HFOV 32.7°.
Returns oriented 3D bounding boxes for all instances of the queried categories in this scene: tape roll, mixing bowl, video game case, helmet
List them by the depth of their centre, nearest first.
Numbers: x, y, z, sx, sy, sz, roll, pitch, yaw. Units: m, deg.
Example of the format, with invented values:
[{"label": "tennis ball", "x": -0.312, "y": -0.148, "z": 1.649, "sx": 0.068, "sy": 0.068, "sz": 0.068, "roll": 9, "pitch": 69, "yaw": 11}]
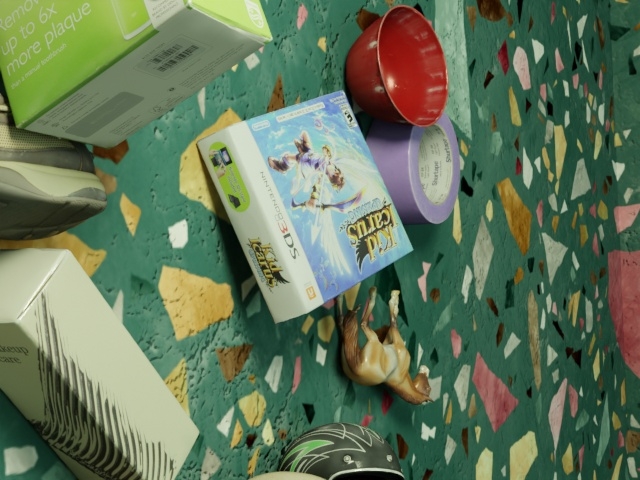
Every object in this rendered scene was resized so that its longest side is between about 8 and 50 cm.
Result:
[{"label": "video game case", "x": -0.010, "y": -0.052, "z": 1.408, "sx": 0.269, "sy": 0.061, "sz": 0.244, "roll": -27, "pitch": 96, "yaw": -52}, {"label": "helmet", "x": 0.023, "y": 0.317, "z": 1.420, "sx": 0.169, "sy": 0.169, "sz": 0.162, "roll": 27, "pitch": 75, "yaw": -55}, {"label": "mixing bowl", "x": 0.101, "y": -0.249, "z": 1.626, "sx": 0.181, "sy": 0.098, "sz": 0.181, "roll": 15, "pitch": 71, "yaw": -49}, {"label": "tape roll", "x": 0.148, "y": -0.119, "z": 1.729, "sx": 0.189, "sy": 0.080, "sz": 0.189, "roll": 1, "pitch": 89, "yaw": -58}]

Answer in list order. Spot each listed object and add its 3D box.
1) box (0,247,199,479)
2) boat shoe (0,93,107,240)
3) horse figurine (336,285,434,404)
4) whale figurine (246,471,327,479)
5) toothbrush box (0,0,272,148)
[{"label": "box", "x": -0.235, "y": 0.135, "z": 1.064, "sx": 0.275, "sy": 0.113, "sz": 0.094, "roll": 61, "pitch": 42, "yaw": -36}, {"label": "boat shoe", "x": -0.331, "y": -0.084, "z": 0.925, "sx": 0.355, "sy": 0.132, "sz": 0.130, "roll": 15, "pitch": 56, "yaw": -63}, {"label": "horse figurine", "x": 0.087, "y": 0.158, "z": 1.636, "sx": 0.263, "sy": 0.066, "sz": 0.175, "roll": 16, "pitch": 70, "yaw": -60}, {"label": "whale figurine", "x": -0.045, "y": 0.406, "z": 1.277, "sx": 0.141, "sy": 0.216, "sz": 0.272, "roll": -91, "pitch": -168, "yaw": -65}, {"label": "toothbrush box", "x": -0.193, "y": -0.256, "z": 0.964, "sx": 0.122, "sy": 0.206, "sz": 0.283, "roll": 12, "pitch": 55, "yaw": -57}]
